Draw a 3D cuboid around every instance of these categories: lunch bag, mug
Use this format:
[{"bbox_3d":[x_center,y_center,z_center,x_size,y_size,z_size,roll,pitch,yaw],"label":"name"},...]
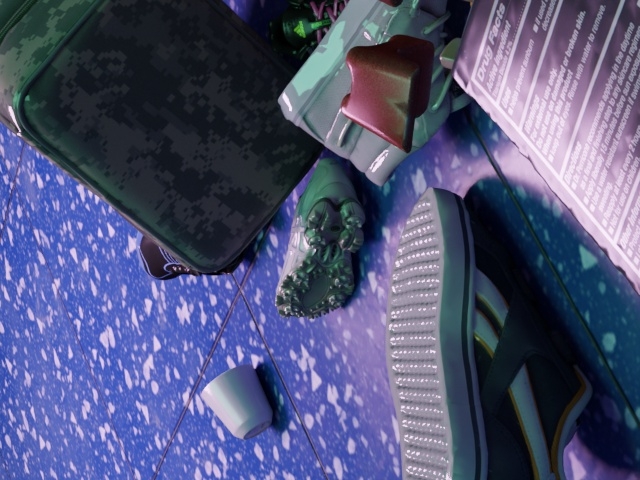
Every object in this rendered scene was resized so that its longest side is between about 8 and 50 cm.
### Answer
[{"bbox_3d":[-0.179,-0.151,1.676,0.212,0.305,0.256,-53,37,-3],"label":"lunch bag"},{"bbox_3d":[-0.077,0.172,1.912,0.062,0.078,0.064,-43,68,23],"label":"mug"}]

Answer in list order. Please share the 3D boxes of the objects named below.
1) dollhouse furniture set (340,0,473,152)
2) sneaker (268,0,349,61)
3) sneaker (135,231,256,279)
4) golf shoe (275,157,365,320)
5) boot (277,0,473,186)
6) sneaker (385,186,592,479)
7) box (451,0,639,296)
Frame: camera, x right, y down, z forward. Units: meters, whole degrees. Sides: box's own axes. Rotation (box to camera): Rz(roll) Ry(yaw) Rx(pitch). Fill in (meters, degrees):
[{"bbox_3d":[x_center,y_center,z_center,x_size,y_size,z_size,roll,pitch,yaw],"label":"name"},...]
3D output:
[{"bbox_3d":[0.071,-0.186,1.144,0.152,0.201,0.374,27,158,35],"label":"dollhouse furniture set"},{"bbox_3d":[0.009,-0.183,1.553,0.170,0.074,0.063,-4,97,63],"label":"sneaker"},{"bbox_3d":[-0.129,0.006,1.898,0.232,0.081,0.090,132,129,-57],"label":"sneaker"},{"bbox_3d":[0.000,0.000,1.686,0.176,0.069,0.086,113,157,-45],"label":"golf shoe"},{"bbox_3d":[0.079,-0.157,1.437,0.123,0.095,0.258,39,129,1],"label":"boot"},{"bbox_3d":[0.127,0.101,1.412,0.126,0.127,0.321,119,157,-45],"label":"sneaker"},{"bbox_3d":[0.247,-0.130,0.991,0.294,0.182,0.296,55,144,36],"label":"box"}]
